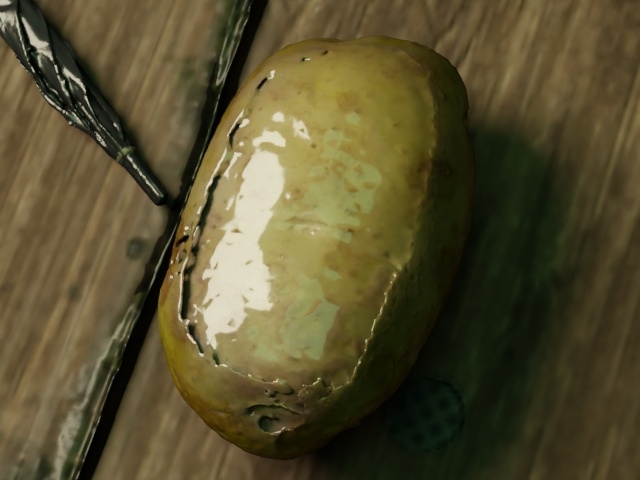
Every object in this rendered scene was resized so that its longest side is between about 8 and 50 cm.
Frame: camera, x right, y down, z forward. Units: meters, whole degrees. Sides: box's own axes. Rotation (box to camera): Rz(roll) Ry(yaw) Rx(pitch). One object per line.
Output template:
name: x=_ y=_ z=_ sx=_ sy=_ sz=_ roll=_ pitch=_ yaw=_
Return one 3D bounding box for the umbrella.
umbrella: x=-0.142 y=-0.118 z=0.826 sx=0.269 sy=0.044 sz=0.044 roll=47 pitch=110 yaw=20

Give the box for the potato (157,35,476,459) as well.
potato: x=0.000 y=0.000 z=0.735 sx=0.107 sy=0.080 sz=0.170 roll=13 pitch=74 yaw=5
